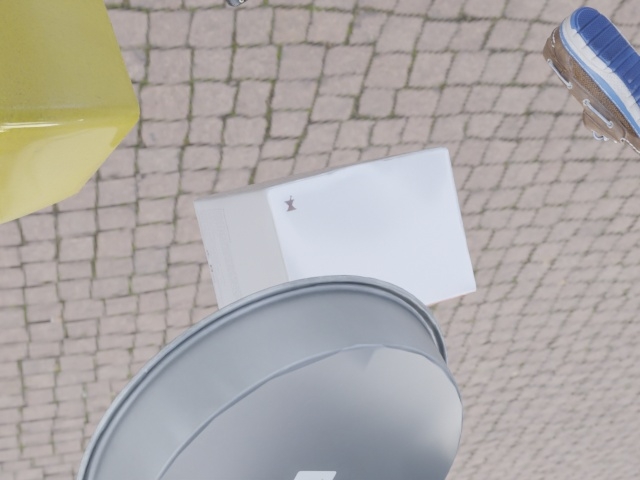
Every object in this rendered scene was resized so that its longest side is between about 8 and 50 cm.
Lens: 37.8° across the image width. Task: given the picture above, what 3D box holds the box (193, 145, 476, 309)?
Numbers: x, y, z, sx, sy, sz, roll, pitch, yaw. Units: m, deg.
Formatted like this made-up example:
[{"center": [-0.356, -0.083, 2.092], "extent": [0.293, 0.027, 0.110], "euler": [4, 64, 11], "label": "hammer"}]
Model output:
[{"center": [0.000, 0.000, 1.136], "extent": [0.215, 0.168, 0.345], "euler": [-15, -175, -19], "label": "box"}]

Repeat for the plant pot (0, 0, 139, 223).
[{"center": [-0.279, -0.127, 0.776], "extent": [0.187, 0.212, 0.212], "euler": [-4, 156, -43], "label": "plant pot"}]

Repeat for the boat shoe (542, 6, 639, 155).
[{"center": [0.274, -0.125, 0.848], "extent": [0.066, 0.183, 0.066], "euler": [-35, 178, -30], "label": "boat shoe"}]

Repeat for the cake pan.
[{"center": [-0.020, 0.159, 0.649], "extent": [0.293, 0.054, 0.293], "euler": [-17, 129, -22], "label": "cake pan"}]

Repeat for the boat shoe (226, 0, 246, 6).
[{"center": [-0.063, -0.314, 1.048], "extent": [0.133, 0.049, 0.042], "euler": [-45, 136, -18], "label": "boat shoe"}]
